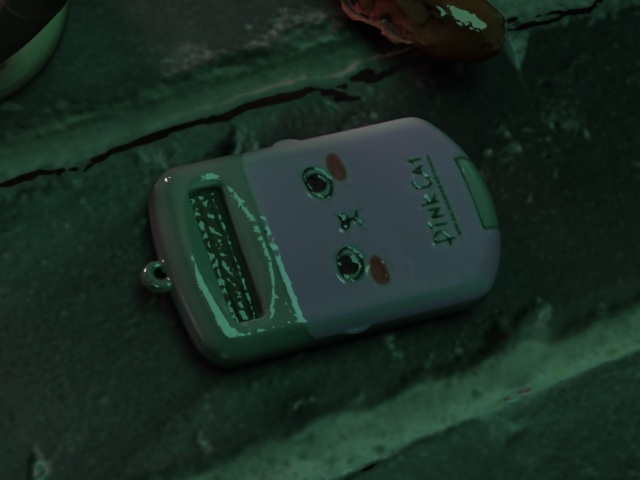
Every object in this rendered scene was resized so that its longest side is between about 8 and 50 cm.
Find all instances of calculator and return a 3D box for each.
[{"bbox_3d":[0.000,0.000,1.293,0.246,0.045,0.141,-12,70,-21],"label":"calculator"}]

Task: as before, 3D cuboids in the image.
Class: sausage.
[{"bbox_3d":[0.009,-0.227,1.385,0.078,0.078,0.304,-37,79,-27],"label":"sausage"}]

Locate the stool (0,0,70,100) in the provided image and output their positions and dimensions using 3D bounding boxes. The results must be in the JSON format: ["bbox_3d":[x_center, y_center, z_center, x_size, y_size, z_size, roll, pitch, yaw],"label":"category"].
[{"bbox_3d":[-0.241,-0.201,1.227,0.195,0.198,0.195,12,64,-10],"label":"stool"}]
